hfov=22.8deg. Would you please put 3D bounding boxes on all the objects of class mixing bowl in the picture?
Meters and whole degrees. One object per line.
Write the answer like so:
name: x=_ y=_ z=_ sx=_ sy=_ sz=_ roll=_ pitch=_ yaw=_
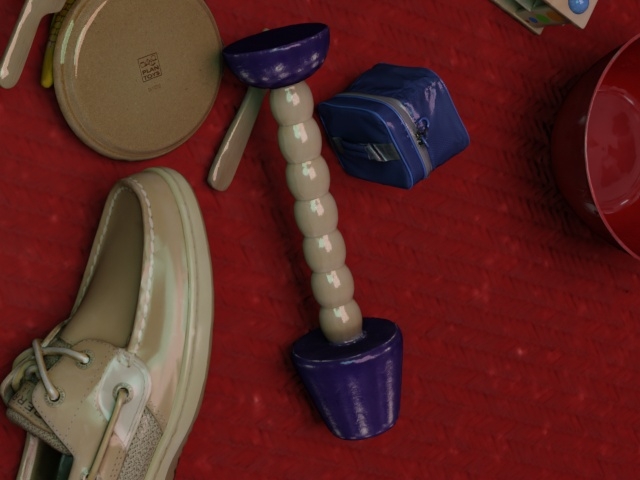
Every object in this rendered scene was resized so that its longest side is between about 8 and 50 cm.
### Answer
mixing bowl: x=0.237 y=-0.067 z=1.168 sx=0.181 sy=0.098 sz=0.181 roll=-1 pitch=92 yaw=-29

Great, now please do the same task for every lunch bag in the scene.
lunch bag: x=0.047 y=-0.074 z=1.062 sx=0.065 sy=0.098 sz=0.067 roll=-37 pitch=114 yaw=-20

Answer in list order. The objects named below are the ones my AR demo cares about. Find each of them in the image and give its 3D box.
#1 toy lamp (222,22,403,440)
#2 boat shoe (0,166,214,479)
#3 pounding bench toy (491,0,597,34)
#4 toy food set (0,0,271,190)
toy lamp: x=0.000 y=0.000 z=1.041 sx=0.080 sy=0.080 sz=0.275 roll=-24 pitch=109 yaw=-26
boat shoe: x=-0.140 y=0.101 z=0.964 sx=0.098 sy=0.109 sz=0.302 roll=9 pitch=93 yaw=-30
pounding bench toy: x=0.174 y=-0.199 z=1.146 sx=0.052 sy=0.065 sz=0.083 roll=33 pitch=76 yaw=-26
toy food set: x=-0.116 y=-0.116 z=1.010 sx=0.192 sy=0.038 sz=0.132 roll=27 pitch=84 yaw=-38
